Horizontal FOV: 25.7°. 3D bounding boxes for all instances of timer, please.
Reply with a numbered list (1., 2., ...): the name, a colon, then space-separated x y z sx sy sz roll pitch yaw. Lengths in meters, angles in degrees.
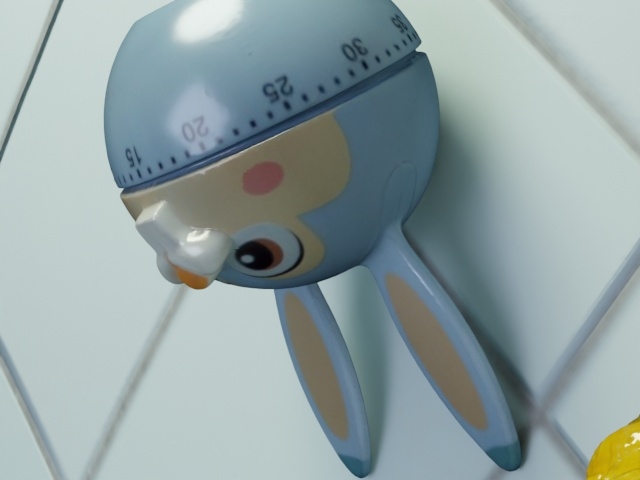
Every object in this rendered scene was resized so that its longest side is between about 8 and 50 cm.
1. timer: -0.017 -0.007 0.655 0.175 0.175 0.256 -12 83 51

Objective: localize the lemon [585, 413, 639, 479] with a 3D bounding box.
1. lemon: 0.141 0.144 0.480 0.142 0.142 0.187 -39 51 44
